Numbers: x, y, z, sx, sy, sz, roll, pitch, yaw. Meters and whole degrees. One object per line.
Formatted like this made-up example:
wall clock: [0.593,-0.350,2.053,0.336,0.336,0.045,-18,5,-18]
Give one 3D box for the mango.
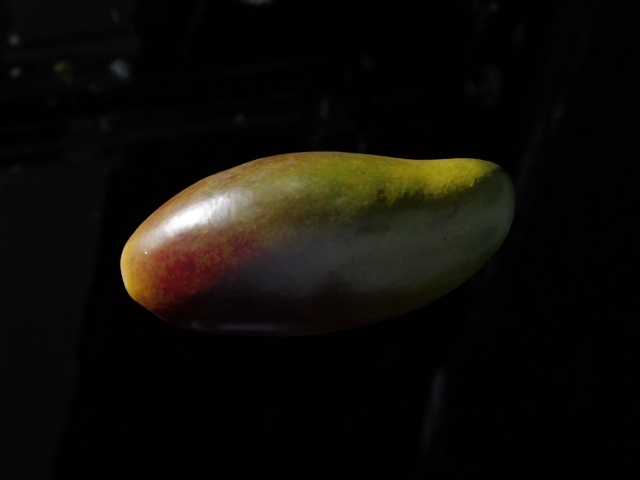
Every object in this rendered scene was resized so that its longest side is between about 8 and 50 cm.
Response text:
mango: [0.000,0.000,1.190,0.267,0.111,0.133,-10,-51,-2]
